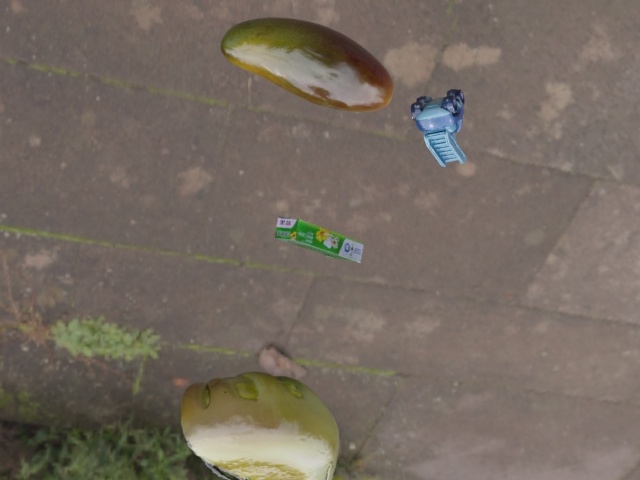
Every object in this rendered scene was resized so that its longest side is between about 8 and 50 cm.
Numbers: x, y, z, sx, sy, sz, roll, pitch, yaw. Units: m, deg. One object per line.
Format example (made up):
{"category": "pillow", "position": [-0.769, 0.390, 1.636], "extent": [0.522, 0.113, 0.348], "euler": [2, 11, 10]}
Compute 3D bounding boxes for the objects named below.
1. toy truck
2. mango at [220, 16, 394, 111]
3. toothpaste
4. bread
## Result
{"category": "toy truck", "position": [0.144, -0.127, 1.051], "extent": [0.056, 0.073, 0.090], "euler": [-7, 110, 24]}
{"category": "mango", "position": [-0.013, -0.260, 1.312], "extent": [0.267, 0.133, 0.111], "euler": [17, 123, -10]}
{"category": "toothpaste", "position": [0.000, 0.000, 1.394], "extent": [0.043, 0.037, 0.178], "euler": [3, 170, 37]}
{"category": "bread", "position": [-0.064, 0.264, 1.304], "extent": [0.156, 0.158, 0.260], "euler": [-23, 140, 24]}
